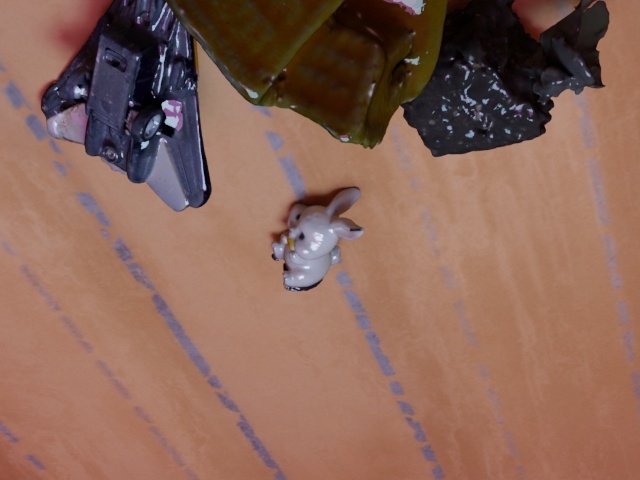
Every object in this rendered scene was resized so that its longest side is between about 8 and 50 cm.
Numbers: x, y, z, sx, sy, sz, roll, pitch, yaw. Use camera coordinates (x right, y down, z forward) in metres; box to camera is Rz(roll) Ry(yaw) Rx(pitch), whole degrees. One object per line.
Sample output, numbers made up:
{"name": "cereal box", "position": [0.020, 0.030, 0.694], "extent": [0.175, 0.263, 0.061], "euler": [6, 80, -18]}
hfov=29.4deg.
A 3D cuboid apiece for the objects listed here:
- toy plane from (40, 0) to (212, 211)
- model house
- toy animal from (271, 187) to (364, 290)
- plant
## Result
{"name": "toy plane", "position": [-0.163, -0.183, 1.118], "extent": [0.204, 0.103, 0.316], "euler": [31, 137, 13]}
{"name": "model house", "position": [-0.007, -0.190, 0.976], "extent": [0.173, 0.239, 0.268], "euler": [-26, 109, 42]}
{"name": "toy animal", "position": [-0.006, -0.001, 1.369], "extent": [0.085, 0.071, 0.124], "euler": [7, 139, -11]}
{"name": "plant", "position": [0.173, -0.161, 1.139], "extent": [0.203, 0.142, 0.131], "euler": [-18, 122, 24]}
